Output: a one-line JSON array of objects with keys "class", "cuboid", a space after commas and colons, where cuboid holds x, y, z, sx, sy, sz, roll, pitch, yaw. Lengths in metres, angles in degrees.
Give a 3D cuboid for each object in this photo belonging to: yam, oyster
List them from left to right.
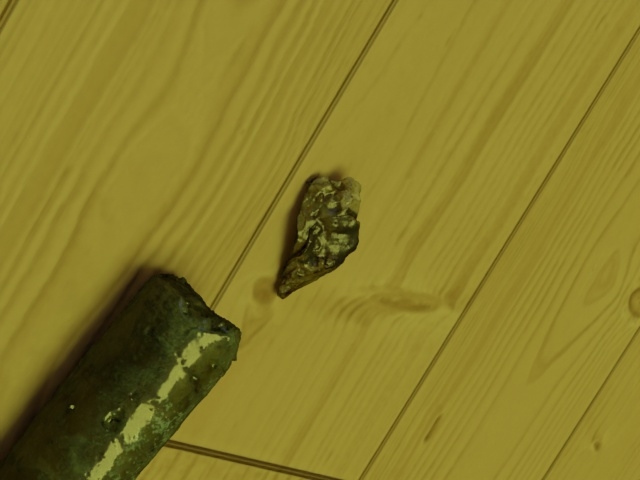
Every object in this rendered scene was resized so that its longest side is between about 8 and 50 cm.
[{"class": "yam", "cuboid": [-0.125, 0.105, 0.901, 0.179, 0.078, 0.078, -51, 139, -3]}, {"class": "oyster", "cuboid": [0.002, 0.000, 0.982, 0.051, 0.034, 0.093, -6, 126, -32]}]
